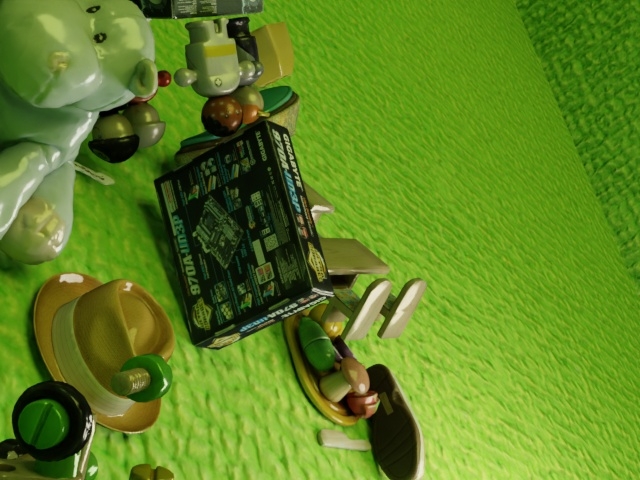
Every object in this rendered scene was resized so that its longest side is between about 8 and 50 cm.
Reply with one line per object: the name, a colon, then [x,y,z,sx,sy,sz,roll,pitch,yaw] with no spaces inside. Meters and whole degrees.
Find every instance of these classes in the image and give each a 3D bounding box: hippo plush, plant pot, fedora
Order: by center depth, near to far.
hippo plush: [-0.257,-0.123,1.341,0.294,0.236,0.234,4,61,-48]
fedora: [-0.205,0.101,1.390,0.194,0.079,0.194,42,27,-27]
plant pot: [-0.086,-0.287,2.142,0.083,0.081,0.081,66,23,-4]

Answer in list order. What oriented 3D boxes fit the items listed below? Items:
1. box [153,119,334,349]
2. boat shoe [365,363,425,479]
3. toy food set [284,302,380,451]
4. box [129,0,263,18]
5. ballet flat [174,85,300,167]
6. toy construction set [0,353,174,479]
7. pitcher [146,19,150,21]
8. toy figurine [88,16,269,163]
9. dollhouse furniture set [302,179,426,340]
box: [-0.092,-0.006,1.589,0.051,0.175,0.220,16,52,-56]
boat shoe: [0.107,0.251,1.808,0.072,0.068,0.190,48,21,-44]
toy food set: [0.030,0.164,1.763,0.128,0.071,0.218,26,37,-48]
box: [-0.176,-0.301,1.595,0.180,0.147,0.078,-19,112,-56]
ballet flat: [-0.103,-0.122,1.864,0.123,0.123,0.348,52,23,-5]
toy construction set: [-0.188,0.257,1.086,0.237,0.257,0.309,-5,83,-77]
pitcher: [-0.252,-0.375,1.773,0.178,0.207,0.125,55,18,26]
toy figurine: [-0.173,-0.180,1.626,0.213,0.209,0.148,-59,142,-80]
dollhouse furniture set: [0.000,0.000,1.720,0.212,0.161,0.242,40,23,33]
